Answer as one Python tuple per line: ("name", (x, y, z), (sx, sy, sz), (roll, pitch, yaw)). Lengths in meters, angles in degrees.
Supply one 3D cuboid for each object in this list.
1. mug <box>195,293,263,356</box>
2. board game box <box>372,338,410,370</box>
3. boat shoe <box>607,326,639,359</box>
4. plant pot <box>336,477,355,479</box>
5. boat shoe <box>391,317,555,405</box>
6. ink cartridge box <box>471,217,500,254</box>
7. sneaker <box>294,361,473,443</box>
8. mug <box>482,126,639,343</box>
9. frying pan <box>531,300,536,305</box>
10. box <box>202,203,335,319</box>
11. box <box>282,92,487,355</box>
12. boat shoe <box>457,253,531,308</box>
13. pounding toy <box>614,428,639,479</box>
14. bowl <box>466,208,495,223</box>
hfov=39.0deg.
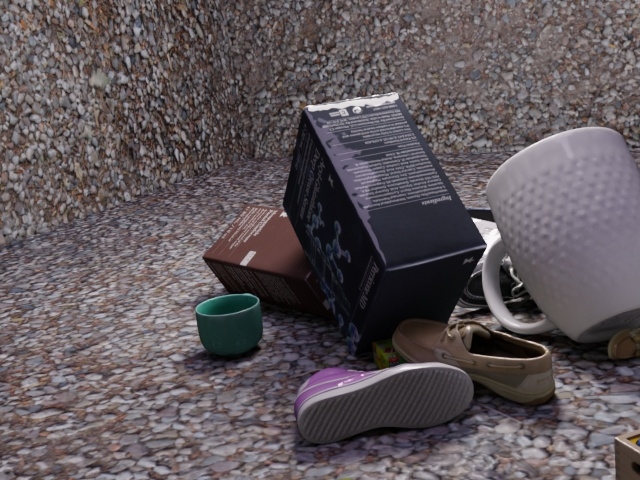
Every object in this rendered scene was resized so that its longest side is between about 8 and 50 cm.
("mug", (-0.169, 0.170, 1.818), (0.157, 0.098, 0.129), (-16, 17, -34))
("board game box", (0.194, 0.202, 1.641), (0.181, 0.043, 0.092), (-10, 16, -11))
("boat shoe", (0.552, 0.176, 1.565), (0.135, 0.050, 0.045), (-16, 12, -32))
("plant pot", (0.033, 0.338, 1.149), (0.083, 0.083, 0.079), (-7, 2, -1))
("boat shoe", (0.250, 0.176, 1.511), (0.302, 0.098, 0.109), (18, 40, 38))
("ink cartridge box", (0.291, 0.020, 2.059), (0.311, 0.065, 0.186), (17, 50, 36))
("sneaker", (0.094, 0.234, 1.457), (0.282, 0.102, 0.161), (-8, 12, -3))
("mug", (0.453, 0.029, 1.675), (0.276, 0.328, 0.374), (10, -36, -42))
("frying pan", (0.615, 0.088, 1.869), (0.326, 0.053, 0.197), (-28, 17, -32))
("box", (-0.075, 0.041, 2.062), (0.381, 0.143, 0.191), (10, 52, 45))
("box", (0.105, -0.034, 1.740), (0.211, 0.294, 0.396), (-13, 56, -21))
("boat shoe", (0.416, 0.072, 1.864), (0.306, 0.113, 0.105), (-9, 0, -12))
("pounding toy", (0.465, 0.274, 1.128), (0.130, 0.100, 0.141), (-12, 15, -19))
("bowl", (0.344, -0.003, 2.295), (0.390, 0.077, 0.391), (-6, 15, 2))
